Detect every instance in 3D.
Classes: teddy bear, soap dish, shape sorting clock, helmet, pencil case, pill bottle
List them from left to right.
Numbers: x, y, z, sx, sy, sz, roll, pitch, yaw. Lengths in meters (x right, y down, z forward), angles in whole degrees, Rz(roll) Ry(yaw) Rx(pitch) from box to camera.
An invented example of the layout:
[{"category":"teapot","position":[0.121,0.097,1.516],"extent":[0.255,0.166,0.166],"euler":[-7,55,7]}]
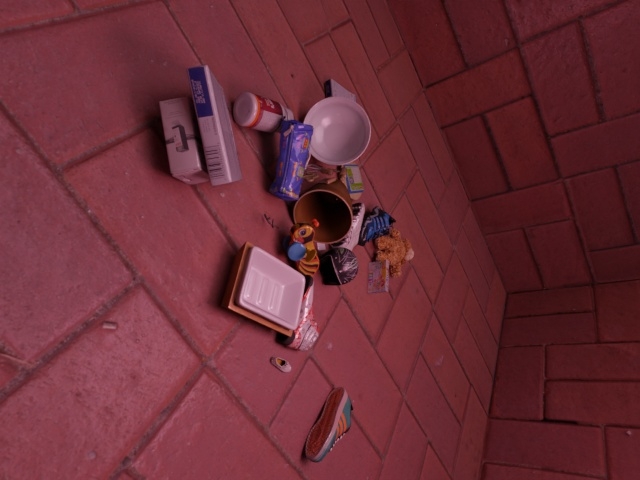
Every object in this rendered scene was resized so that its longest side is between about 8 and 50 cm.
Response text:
[{"category":"soap dish","position":[-0.188,0.171,1.411],"extent":[0.290,0.118,0.229],"euler":[37,52,-41]},{"category":"pill bottle","position":[-0.209,-0.472,1.579],"extent":[0.221,0.121,0.121],"euler":[-3,82,-53]},{"category":"pencil case","position":[-0.111,-0.302,1.572],"extent":[0.133,0.119,0.307],"euler":[-3,105,-73]},{"category":"helmet","position":[0.078,0.106,1.738],"extent":[0.169,0.161,0.170],"euler":[20,64,-48]},{"category":"shape sorting clock","position":[0.152,-0.299,2.059],"extent":[0.206,0.040,0.207],"euler":[25,59,-50]},{"category":"teddy bear","position":[0.390,0.061,2.199],"extent":[0.338,0.113,0.245],"euler":[31,58,-43]}]

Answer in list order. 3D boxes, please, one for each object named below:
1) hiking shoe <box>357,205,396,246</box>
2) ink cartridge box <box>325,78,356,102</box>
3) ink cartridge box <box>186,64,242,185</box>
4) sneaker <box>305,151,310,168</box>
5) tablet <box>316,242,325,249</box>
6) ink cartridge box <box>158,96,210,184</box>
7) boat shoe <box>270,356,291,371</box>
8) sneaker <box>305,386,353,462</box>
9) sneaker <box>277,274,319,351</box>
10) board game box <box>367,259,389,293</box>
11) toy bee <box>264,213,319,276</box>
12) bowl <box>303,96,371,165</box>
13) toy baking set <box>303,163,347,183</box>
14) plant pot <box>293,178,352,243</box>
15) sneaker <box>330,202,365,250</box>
[{"category":"hiking shoe","position":[0.272,-0.063,2.041],"extent":[0.304,0.132,0.113],"euler":[-51,164,-45]},{"category":"ink cartridge box","position":[0.110,-0.665,2.114],"extent":[0.223,0.045,0.224],"euler":[11,71,-51]},{"category":"ink cartridge box","position":[-0.322,-0.339,1.315],"extent":[0.330,0.071,0.325],"euler":[-126,-155,-79]},{"category":"sneaker","position":[-0.083,-0.364,1.734],"extent":[0.087,0.092,0.229],"euler":[32,54,-41]},{"category":"tablet","position":[0.000,0.000,1.799],"extent":[0.054,0.006,0.084],"euler":[-3,82,-53]},{"category":"ink cartridge box","position":[-0.394,-0.291,1.257],"extent":[0.158,0.092,0.218],"euler":[42,39,-86]},{"category":"boat shoe","position":[-0.131,0.434,1.471],"extent":[0.100,0.035,0.035],"euler":[45,47,-34]},{"category":"sneaker","position":[0.051,0.701,1.563],"extent":[0.121,0.108,0.302],"euler":[58,39,-17]},{"category":"sneaker","position":[-0.059,0.273,1.560],"extent":[0.145,0.090,0.270],"euler":[38,60,-40]},{"category":"board game box","position":[0.277,0.175,2.022],"extent":[0.026,0.103,0.154],"euler":[29,57,-44]},{"category":"toy bee","position":[-0.062,0.003,1.564],"extent":[0.195,0.162,0.298],"euler":[57,-5,40]},{"category":"bowl","position":[0.071,-0.469,1.864],"extent":[0.134,0.297,0.298],"euler":[8,69,-87]},{"category":"toy baking set","position":[0.015,-0.286,1.742],"extent":[0.256,0.196,0.030],"euler":[-69,161,-63]},{"category":"plant pot","position":[0.035,-0.151,1.736],"extent":[0.237,0.237,0.254],"euler":[59,27,-21]},{"category":"sneaker","position":[0.136,-0.051,1.922],"extent":[0.118,0.110,0.292],"euler":[54,50,-38]}]
